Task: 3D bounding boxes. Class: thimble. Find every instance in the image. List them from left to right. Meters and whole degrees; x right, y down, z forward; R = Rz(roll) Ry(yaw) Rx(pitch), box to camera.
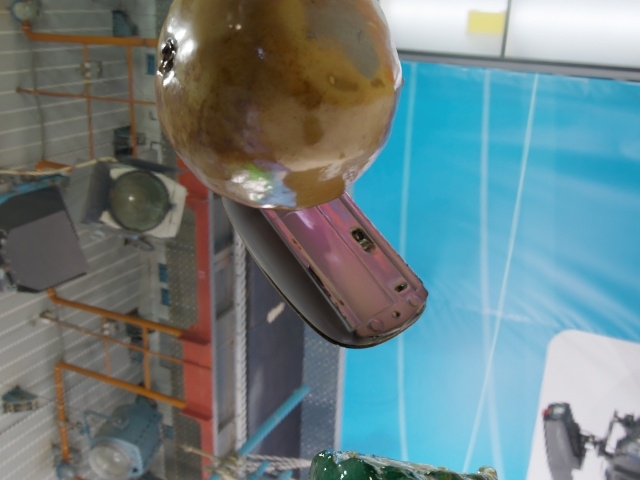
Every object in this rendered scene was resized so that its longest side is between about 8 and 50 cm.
[{"bbox_3d":[0.114,0.368,0.906,0.288,0.254,0.167,12,-103,-22],"label":"thimble"}]

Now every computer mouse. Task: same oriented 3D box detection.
[{"bbox_3d":[0.000,0.000,0.877,0.158,0.310,0.072,-28,-22,-29],"label":"computer mouse"}]

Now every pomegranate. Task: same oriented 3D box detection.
[{"bbox_3d":[-0.026,-0.160,0.702,0.270,0.229,0.252,-1,-116,-34],"label":"pomegranate"}]
